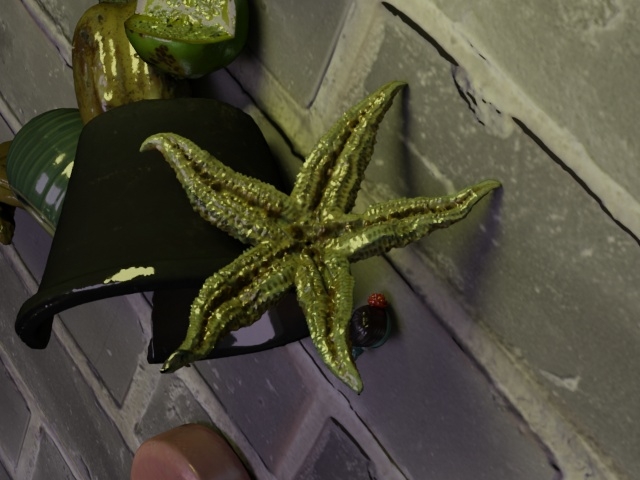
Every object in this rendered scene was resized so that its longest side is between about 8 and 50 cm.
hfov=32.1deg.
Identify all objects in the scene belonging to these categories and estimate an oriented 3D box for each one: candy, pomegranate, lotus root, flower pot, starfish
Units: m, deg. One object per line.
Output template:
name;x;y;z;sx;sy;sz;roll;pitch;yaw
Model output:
candy;-0.188;0.390;1.645;0.255;0.094;0.255;24;122;43
pomegranate;-0.152;-0.269;1.326;0.143;0.122;0.169;-1;67;23
lotus root;-0.246;-0.238;1.427;0.154;0.154;0.278;-14;85;52
flower pot;-0.335;-0.078;1.557;0.243;0.157;0.189;39;160;27
starfish;0.002;0.001;1.092;0.078;0.357;0.347;90;176;-57
flower pot;-0.158;-0.014;1.301;0.379;0.379;0.251;-30;59;51

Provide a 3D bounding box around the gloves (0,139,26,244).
gloves;-0.485;-0.086;1.774;0.331;0.154;0.141;14;117;55

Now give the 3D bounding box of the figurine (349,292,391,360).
figurine;0.047;0.103;1.289;0.106;0.047;0.060;136;146;-57
